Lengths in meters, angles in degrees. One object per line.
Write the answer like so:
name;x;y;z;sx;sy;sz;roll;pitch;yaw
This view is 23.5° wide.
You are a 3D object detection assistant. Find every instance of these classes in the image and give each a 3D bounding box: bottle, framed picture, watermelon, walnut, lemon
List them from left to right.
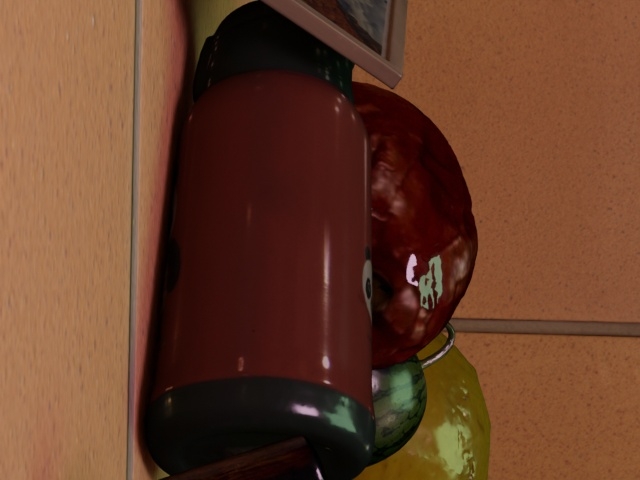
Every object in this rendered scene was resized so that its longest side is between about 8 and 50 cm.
bottle;-0.031;-0.007;1.030;0.144;0.144;0.336;85;6;-60
framed picture;-0.014;-0.202;1.101;0.016;0.184;0.250;-52;-169;23
walnut;0.000;0.000;1.258;0.222;0.244;0.269;51;23;-13
watermelon;0.039;0.126;1.359;0.141;0.187;0.141;160;-90;-82
lemon;0.049;0.193;1.557;0.284;0.260;0.261;-34;126;-75

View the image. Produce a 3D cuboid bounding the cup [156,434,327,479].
cup;-0.044;0.210;0.646;0.239;0.177;0.166;-81;171;-63
